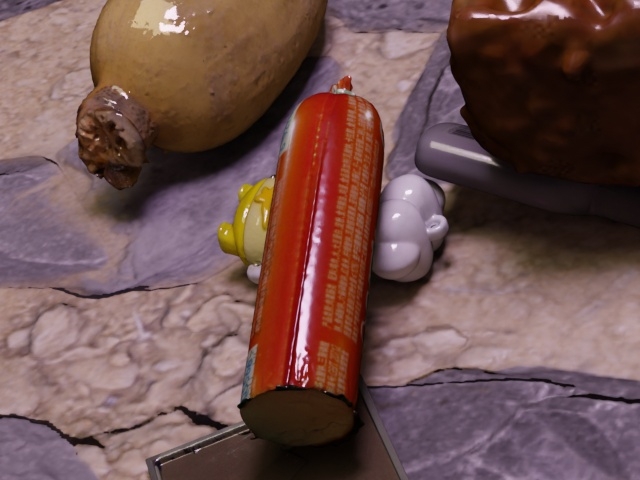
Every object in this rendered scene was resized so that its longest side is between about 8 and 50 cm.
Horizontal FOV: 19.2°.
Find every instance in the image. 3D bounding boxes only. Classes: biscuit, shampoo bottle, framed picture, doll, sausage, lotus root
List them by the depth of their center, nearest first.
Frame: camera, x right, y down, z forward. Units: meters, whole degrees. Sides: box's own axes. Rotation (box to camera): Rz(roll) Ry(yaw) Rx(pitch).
[{"bbox_3d":[-0.028,0.143,1.161,0.149,0.011,0.109,-22,37,-2],"label":"framed picture"},{"bbox_3d":[0.000,0.000,1.198,0.083,0.083,0.264,-5,55,19],"label":"sausage"},{"bbox_3d":[0.149,-0.042,1.270,0.165,0.040,0.080,18,13,22],"label":"shampoo bottle"},{"bbox_3d":[0.273,-0.181,1.272,0.342,0.166,0.395,-1,34,17],"label":"biscuit"},{"bbox_3d":[0.012,-0.011,1.294,0.162,0.062,0.106,3,47,25],"label":"doll"},{"bbox_3d":[-0.082,-0.165,1.459,0.146,0.131,0.303,38,50,-2],"label":"lotus root"}]
